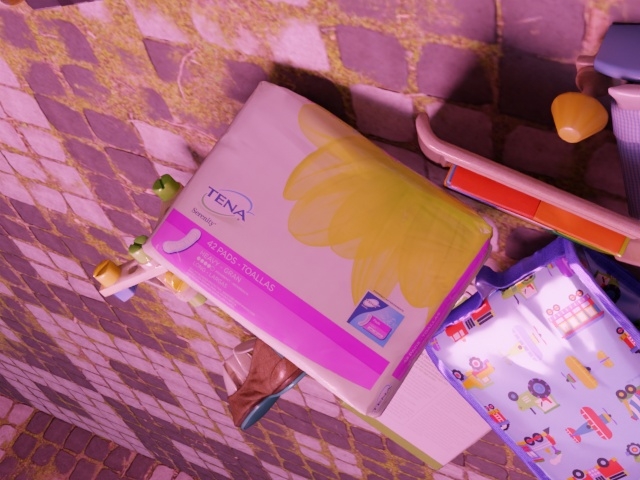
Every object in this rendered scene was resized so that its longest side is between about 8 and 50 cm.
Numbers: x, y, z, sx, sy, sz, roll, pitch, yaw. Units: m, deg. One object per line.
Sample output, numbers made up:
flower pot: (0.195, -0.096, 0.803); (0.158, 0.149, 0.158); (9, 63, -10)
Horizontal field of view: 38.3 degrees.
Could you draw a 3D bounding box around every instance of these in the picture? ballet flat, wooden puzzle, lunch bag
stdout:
ballet flat: (-0.116, 0.244, 1.661); (0.124, 0.116, 0.342); (48, 153, 7)
wooden puzzle: (0.187, -0.035, 0.837); (0.239, 0.044, 0.221); (28, -175, 5)
lunch bag: (0.270, 0.136, 1.012); (0.293, 0.138, 0.221); (41, 128, -12)

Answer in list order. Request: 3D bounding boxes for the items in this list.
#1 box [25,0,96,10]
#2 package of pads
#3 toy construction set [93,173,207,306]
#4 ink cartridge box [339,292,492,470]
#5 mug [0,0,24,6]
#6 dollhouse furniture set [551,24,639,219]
box: (-0.253, -0.347, 0.782); (0.243, 0.076, 0.307); (5, 144, 38)
package of pads: (0.000, 0.000, 0.930); (0.297, 0.229, 0.101); (34, 176, 16)
toy construction set: (-0.097, 0.000, 1.085); (0.328, 0.215, 0.151); (10, 148, 31)
ink cartridge box: (0.180, 0.177, 1.283); (0.189, 0.097, 0.255); (37, 118, -15)
mug: (-0.351, -0.288, 1.002); (0.064, 0.062, 0.078); (26, 147, 22)
dollhouse furniture set: (0.333, 0.010, 0.718); (0.304, 0.198, 0.286); (12, 148, 30)
